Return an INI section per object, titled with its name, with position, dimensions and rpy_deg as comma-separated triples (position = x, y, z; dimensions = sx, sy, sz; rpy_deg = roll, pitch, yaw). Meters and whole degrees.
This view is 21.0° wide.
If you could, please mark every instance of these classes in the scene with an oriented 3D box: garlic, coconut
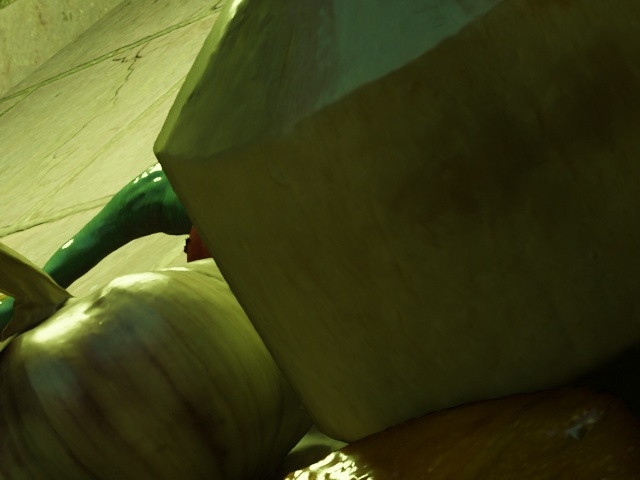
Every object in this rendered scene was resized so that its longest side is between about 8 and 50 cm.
[garlic]
position = -0.141, 0.074, 0.962
dimensions = 0.245, 0.253, 0.245
rpy_deg = -44, 0, 0
[coconut]
position = 0.074, -0.053, 0.834
dimensions = 0.323, 0.323, 0.323
rpy_deg = -30, 17, 10

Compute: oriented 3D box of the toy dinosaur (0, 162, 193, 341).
[toy dinosaur]
position = -0.065, -0.001, 1.327
dimensions = 0.383, 0.129, 0.331
rpy_deg = 14, 57, 40

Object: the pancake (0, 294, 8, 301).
[pancake]
position = -0.362, 0.159, 1.436
dimensions = 0.387, 0.082, 0.387
rpy_deg = -29, 16, 9

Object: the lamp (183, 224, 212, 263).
[lamp]
position = 0.000, 0.000, 1.160
dimensions = 0.182, 0.140, 0.182
rpy_deg = -33, -2, -1

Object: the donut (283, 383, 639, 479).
[donut]
position = 0.024, 0.186, 0.626
dimensions = 0.303, 0.110, 0.303
rpy_deg = -32, 17, 11
